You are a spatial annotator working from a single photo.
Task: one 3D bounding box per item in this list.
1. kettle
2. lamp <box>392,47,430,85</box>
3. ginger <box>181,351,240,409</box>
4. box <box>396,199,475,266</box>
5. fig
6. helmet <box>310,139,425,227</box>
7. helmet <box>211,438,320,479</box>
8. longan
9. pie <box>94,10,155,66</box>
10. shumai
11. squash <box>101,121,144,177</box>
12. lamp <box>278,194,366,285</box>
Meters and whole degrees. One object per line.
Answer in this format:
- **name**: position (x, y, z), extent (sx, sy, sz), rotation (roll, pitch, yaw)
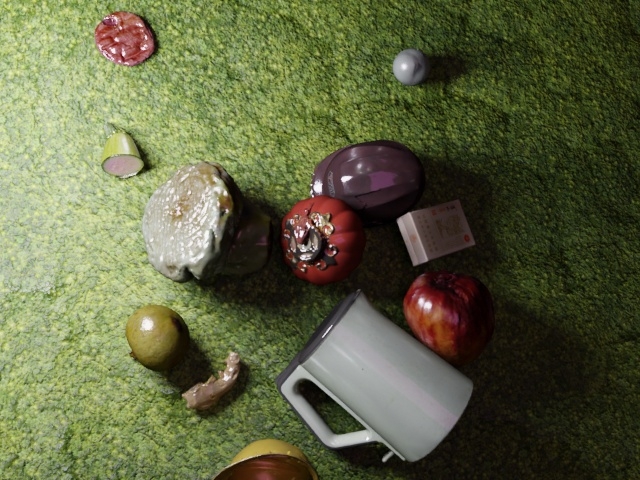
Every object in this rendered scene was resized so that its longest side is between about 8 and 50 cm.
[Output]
- **kettle**: position (0.117, 0.363, 1.862), extent (0.377, 0.250, 0.361), rotation (40, 102, -1)
- **lamp**: position (0.251, -0.478, 2.092), extent (0.105, 0.105, 0.105), rotation (2, 79, -13)
- **ginger**: position (-0.256, 0.349, 1.851), extent (0.173, 0.051, 0.069), rotation (-41, 97, -21)
- **box**: position (0.308, -0.022, 2.009), extent (0.201, 0.058, 0.140), rotation (-17, 84, -38)
- **fig**: position (0.333, 0.194, 1.934), extent (0.224, 0.224, 0.263), rotation (-35, 94, -17)
- **helmet**: position (0.137, -0.154, 1.970), extent (0.306, 0.177, 0.224), rotation (-9, 84, -16)
- **helmet**: position (-0.133, 0.549, 1.795), extent (0.257, 0.140, 0.205), rotation (-7, 114, -2)
- **longan**: position (-0.393, 0.234, 1.795), extent (0.176, 0.145, 0.154), rotation (-27, 58, 22)
- **pie**: position (-0.505, -0.517, 1.955), extent (0.154, 0.038, 0.153), rotation (2, 82, -14)
- **shumai**: position (-0.257, -0.016, 1.870), extent (0.263, 0.304, 0.309), rotation (30, 69, -42)
- **squash**: position (-0.497, -0.237, 1.888), extent (0.105, 0.105, 0.132), rotation (-6, 63, -14)
- **lamp**: position (0.000, 0.000, 1.887), extent (0.227, 0.227, 0.226), rotation (2, 79, -13)
